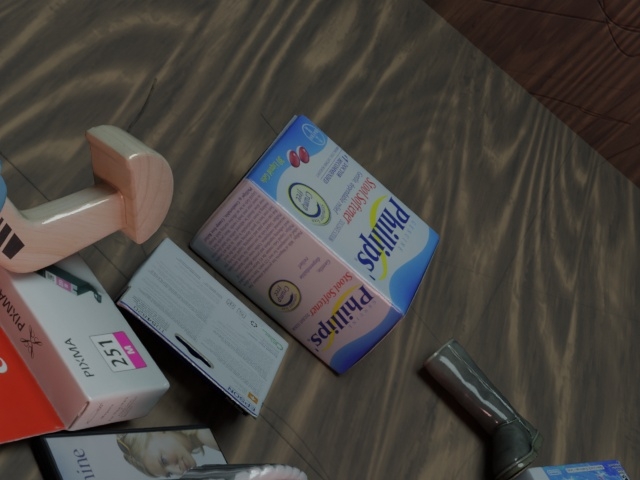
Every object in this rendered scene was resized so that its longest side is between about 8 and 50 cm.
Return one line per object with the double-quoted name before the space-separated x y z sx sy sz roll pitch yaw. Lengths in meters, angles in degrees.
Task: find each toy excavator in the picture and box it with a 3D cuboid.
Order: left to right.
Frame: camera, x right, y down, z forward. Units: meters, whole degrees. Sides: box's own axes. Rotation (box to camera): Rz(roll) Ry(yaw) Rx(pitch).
"toy excavator" -0.389 -0.029 1.388 0.222 0.433 0.445 33 -15 31

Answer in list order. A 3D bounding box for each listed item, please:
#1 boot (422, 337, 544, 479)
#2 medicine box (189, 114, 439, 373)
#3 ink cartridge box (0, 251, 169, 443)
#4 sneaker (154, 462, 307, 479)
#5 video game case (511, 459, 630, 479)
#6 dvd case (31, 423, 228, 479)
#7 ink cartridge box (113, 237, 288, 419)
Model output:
"boot" 0.234 0.247 1.999 0.208 0.076 0.189 53 16 2
"medicine box" 0.000 0.000 1.950 0.289 0.149 0.263 40 29 -5
"ink cartridge box" -0.331 0.090 1.497 0.239 0.060 0.275 -3 49 -54
"sneaker" -0.111 0.305 1.462 0.281 0.105 0.115 -1 85 -57
"video game case" 0.418 0.444 1.987 0.269 0.061 0.244 6 48 -48
"dvd case" -0.182 0.285 1.487 0.253 0.022 0.180 5 48 -48
"ink cartridge box" -0.151 0.117 1.688 0.223 0.045 0.224 42 20 -6
